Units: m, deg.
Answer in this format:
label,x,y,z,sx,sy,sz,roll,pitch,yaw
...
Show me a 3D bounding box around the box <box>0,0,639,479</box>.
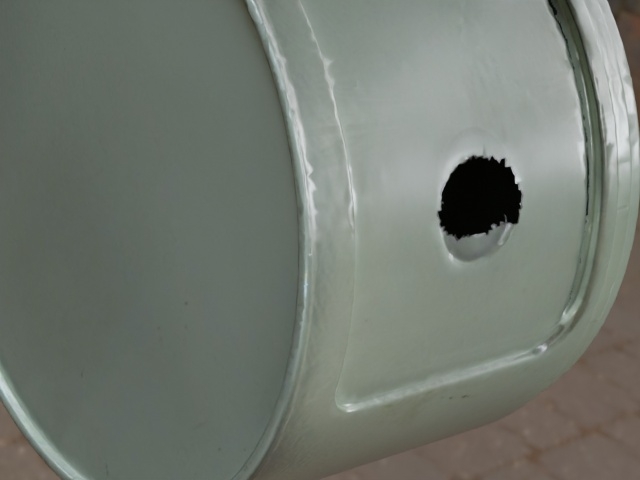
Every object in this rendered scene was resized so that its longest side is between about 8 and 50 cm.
label,x,y,z,sx,sy,sz,roll,pitch,yaw
box,-0.019,-0.029,0.621,0.149,0.226,0.226,-13,38,-38
